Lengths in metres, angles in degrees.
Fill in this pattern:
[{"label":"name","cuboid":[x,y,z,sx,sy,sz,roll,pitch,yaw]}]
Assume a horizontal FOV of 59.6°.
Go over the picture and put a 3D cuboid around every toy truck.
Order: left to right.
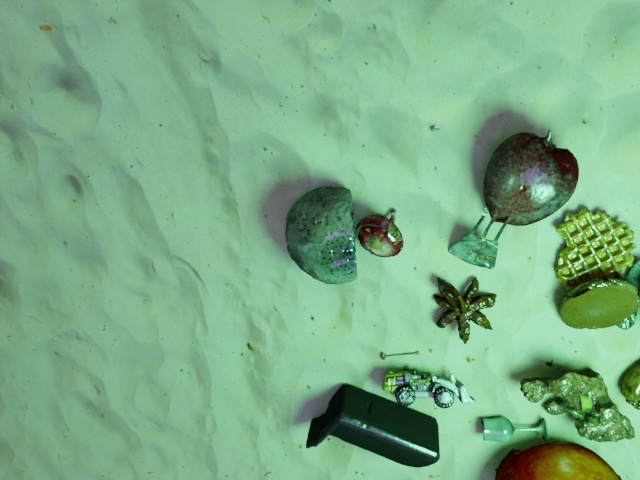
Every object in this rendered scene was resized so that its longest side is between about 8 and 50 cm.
[{"label":"toy truck","cuboid":[0.336,0.459,1.747,0.286,0.136,0.111,1,85,5]}]

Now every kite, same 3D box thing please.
[{"label":"kite","cuboid":[0.460,-0.001,1.588,0.141,0.015,0.245,19,143,7]}]

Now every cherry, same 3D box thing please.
[{"label":"cherry","cuboid":[0.559,-0.160,1.512,0.230,0.203,0.300,26,121,-4]}]

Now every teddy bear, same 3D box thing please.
[{"label":"teddy bear","cuboid":[0.764,0.504,1.672,0.296,0.246,0.222,0,74,-29]}]

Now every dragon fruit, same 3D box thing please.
[{"label":"dragon fruit","cuboid":[0.000,0.000,1.606,0.204,0.221,0.282,-5,108,1]}]

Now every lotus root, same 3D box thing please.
[{"label":"lotus root","cuboid":[0.989,0.416,1.688,0.108,0.094,0.190,24,99,-26]}]

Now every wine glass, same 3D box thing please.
[{"label":"wine glass","cuboid":[0.615,0.604,1.782,0.196,0.079,0.079,-1,106,7]}]

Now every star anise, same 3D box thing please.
[{"label":"star anise","cuboid":[0.431,0.210,1.682,0.213,0.111,0.196,18,114,-6]}]

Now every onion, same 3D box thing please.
[{"label":"onion","cuboid":[0.188,-0.035,1.642,0.150,0.140,0.150,24,148,16]}]

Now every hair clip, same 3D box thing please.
[{"label":"hair clip","cuboid":[0.914,0.159,1.647,0.066,0.036,0.229,5,113,10]}]

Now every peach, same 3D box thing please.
[{"label":"peach","cuboid":[0.717,0.777,1.696,0.371,0.370,0.369,2,106,6]}]

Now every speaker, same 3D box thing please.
[{"label":"speaker","cuboid":[0.170,0.619,1.791,0.389,0.180,0.184,21,114,1]}]

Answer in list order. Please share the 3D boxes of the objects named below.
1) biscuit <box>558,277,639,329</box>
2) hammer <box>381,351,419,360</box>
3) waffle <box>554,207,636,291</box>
[{"label":"biscuit","cuboid":[0.806,0.185,1.622,0.226,0.042,0.225,3,134,3]},{"label":"hammer","cuboid":[0.255,0.366,1.787,0.123,0.014,0.029,-7,114,5]},{"label":"waffle","cuboid":[0.777,0.041,1.618,0.249,0.056,0.253,25,109,-2]}]
